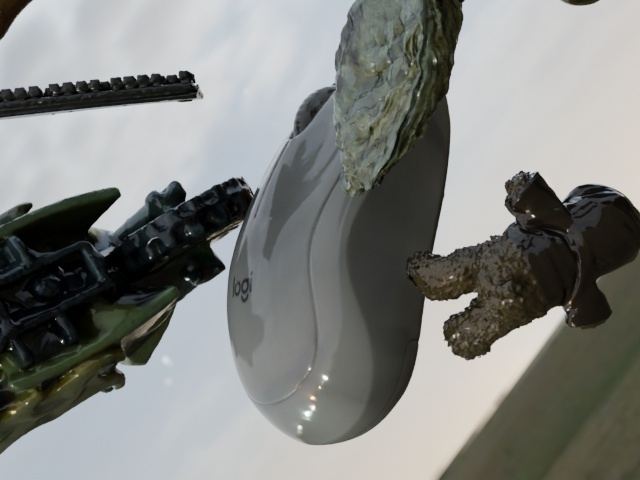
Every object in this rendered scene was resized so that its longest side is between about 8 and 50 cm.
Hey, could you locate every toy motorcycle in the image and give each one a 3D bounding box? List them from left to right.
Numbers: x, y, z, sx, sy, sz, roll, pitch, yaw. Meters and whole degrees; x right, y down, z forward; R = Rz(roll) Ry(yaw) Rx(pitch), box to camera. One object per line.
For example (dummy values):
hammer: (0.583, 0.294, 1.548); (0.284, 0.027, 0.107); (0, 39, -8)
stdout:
toy motorcycle: (-0.240, 0.066, 1.385); (0.410, 0.168, 0.237); (-26, -12, -28)

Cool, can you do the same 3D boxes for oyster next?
oyster: (0.046, -0.108, 0.973); (0.125, 0.064, 0.177); (-149, 75, -77)

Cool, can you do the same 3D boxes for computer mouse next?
computer mouse: (0.000, 0.000, 1.253); (0.184, 0.121, 0.297); (-13, 66, 65)

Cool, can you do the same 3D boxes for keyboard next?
keyboard: (-0.202, -0.101, 1.251); (0.072, 0.231, 0.023); (-91, -5, -89)

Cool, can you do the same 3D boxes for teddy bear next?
teddy bear: (0.138, 0.019, 1.136); (0.160, 0.119, 0.078); (-29, 12, 16)

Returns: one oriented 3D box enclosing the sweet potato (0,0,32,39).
sweet potato: (-0.223, -0.201, 1.299); (0.179, 0.044, 0.044); (-61, -4, -29)

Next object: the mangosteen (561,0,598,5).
mangosteen: (0.209, -0.319, 1.270); (0.288, 0.288, 0.288); (-52, -9, -11)
